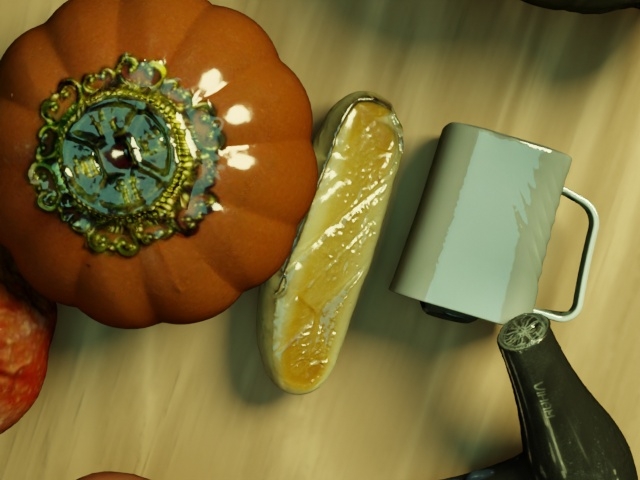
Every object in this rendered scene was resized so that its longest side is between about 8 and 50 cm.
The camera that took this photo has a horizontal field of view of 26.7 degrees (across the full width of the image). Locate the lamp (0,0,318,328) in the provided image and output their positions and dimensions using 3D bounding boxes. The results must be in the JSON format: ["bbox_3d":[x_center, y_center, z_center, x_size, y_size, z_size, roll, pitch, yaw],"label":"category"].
[{"bbox_3d":[-0.111,-0.053,0.866,0.223,0.196,0.223,0,94,3],"label":"lamp"}]

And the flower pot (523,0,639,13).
[{"bbox_3d":[0.204,-0.276,0.806,0.213,0.302,0.302,24,92,-2],"label":"flower pot"}]

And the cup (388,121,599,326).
[{"bbox_3d":[0.123,-0.001,0.912,0.128,0.095,0.129,16,91,1],"label":"cup"}]

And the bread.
[{"bbox_3d":[0.000,-0.001,0.934,0.073,0.053,0.214,17,91,-27],"label":"bread"}]

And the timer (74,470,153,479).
[{"bbox_3d":[-0.143,0.270,0.860,0.229,0.229,0.215,-31,89,2],"label":"timer"}]

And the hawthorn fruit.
[{"bbox_3d":[-0.257,0.053,0.888,0.173,0.179,0.173,-3,60,4],"label":"hawthorn fruit"}]

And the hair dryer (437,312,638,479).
[{"bbox_3d":[0.096,0.151,0.918,0.219,0.075,0.195,-18,123,18],"label":"hair dryer"}]
